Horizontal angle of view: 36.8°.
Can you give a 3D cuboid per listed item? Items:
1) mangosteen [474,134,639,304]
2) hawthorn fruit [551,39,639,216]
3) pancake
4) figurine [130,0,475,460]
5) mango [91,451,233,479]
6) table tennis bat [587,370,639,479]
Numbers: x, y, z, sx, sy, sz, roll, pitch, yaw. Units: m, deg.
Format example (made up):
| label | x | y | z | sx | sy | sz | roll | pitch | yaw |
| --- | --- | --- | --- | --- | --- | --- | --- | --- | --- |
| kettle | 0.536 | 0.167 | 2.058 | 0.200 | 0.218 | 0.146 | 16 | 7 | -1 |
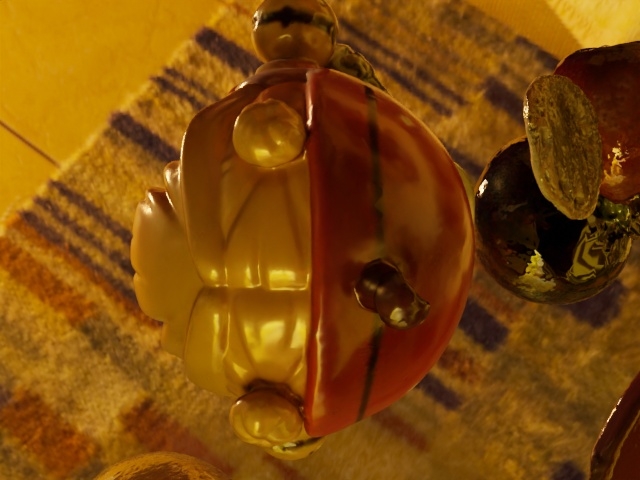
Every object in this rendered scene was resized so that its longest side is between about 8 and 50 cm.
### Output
| label | x | y | z | sx | sy | sz | roll | pitch | yaw |
| --- | --- | --- | --- | --- | --- | --- | --- | --- | --- |
| mangosteen | 0.324 | -0.038 | 1.208 | 0.231 | 0.289 | 0.231 | 11 | 72 | -37 |
| hawthorn fruit | 0.331 | -0.121 | 1.043 | 0.169 | 0.169 | 0.188 | -6 | 82 | -5 |
| pancake | 0.216 | -0.082 | 0.850 | 0.022 | 0.139 | 0.139 | -9 | 57 | 38 |
| figurine | 0.005 | 0.000 | 0.621 | 0.196 | 0.323 | 0.320 | 2 | 102 | 15 |
| mango | -0.163 | 0.361 | 0.913 | 0.220 | 0.445 | 0.301 | 32 | 90 | -20 |
| table tennis bat | 0.316 | 0.234 | 0.880 | 0.415 | 0.268 | 0.051 | -46 | 34 | -10 |
